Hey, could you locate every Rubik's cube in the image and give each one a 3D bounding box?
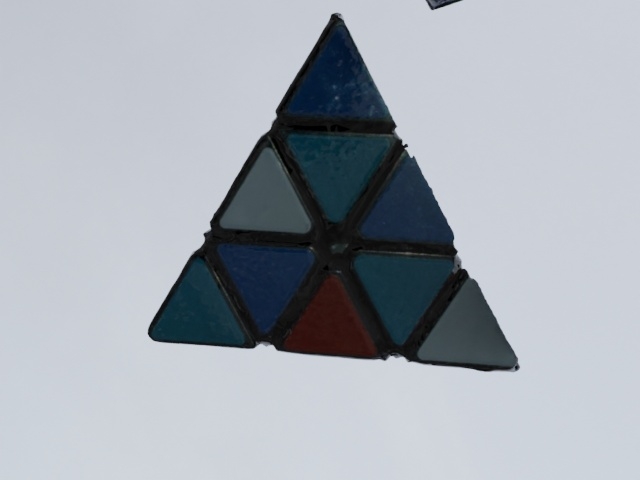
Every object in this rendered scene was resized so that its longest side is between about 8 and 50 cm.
[{"bbox_3d":[0.000,0.000,1.103,0.250,0.234,0.284,-31,-84,14],"label":"Rubik's cube"}]

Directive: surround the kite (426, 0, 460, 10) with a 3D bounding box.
[{"bbox_3d":[0.080,-0.140,0.704,0.122,0.090,0.004,15,-43,46],"label":"kite"}]
